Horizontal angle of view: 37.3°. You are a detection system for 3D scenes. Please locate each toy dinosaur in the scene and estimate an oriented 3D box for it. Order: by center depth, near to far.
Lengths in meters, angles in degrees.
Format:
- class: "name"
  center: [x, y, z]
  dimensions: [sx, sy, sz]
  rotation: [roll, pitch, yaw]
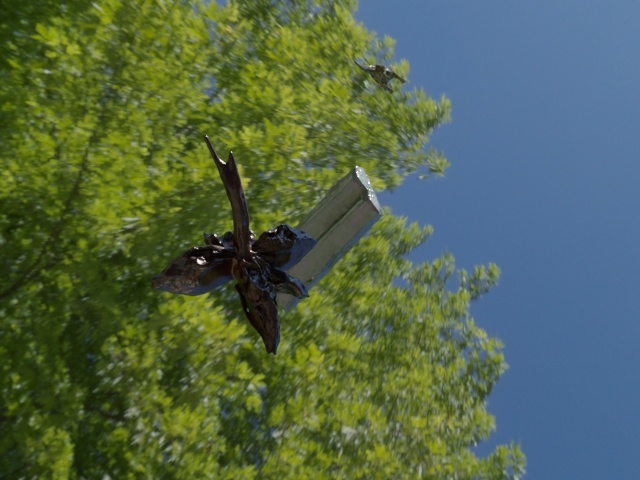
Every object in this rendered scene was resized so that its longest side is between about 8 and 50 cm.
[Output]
- class: "toy dinosaur"
  center: [0.081, -0.223, 1.281]
  dimensions: [0.026, 0.113, 0.041]
  rotation: [-47, -111, 26]

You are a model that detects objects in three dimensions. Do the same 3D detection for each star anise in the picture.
- class: "star anise"
  center: [-0.066, -0.003, 0.884]
  dimensions: [0.140, 0.158, 0.144]
  rotation: [24, -46, 8]

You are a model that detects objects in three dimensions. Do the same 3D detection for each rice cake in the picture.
- class: "rice cake"
  center: [0.000, 0.000, 1.319]
  dimensions: [0.226, 0.040, 0.085]
  rotation: [-45, -117, 25]
